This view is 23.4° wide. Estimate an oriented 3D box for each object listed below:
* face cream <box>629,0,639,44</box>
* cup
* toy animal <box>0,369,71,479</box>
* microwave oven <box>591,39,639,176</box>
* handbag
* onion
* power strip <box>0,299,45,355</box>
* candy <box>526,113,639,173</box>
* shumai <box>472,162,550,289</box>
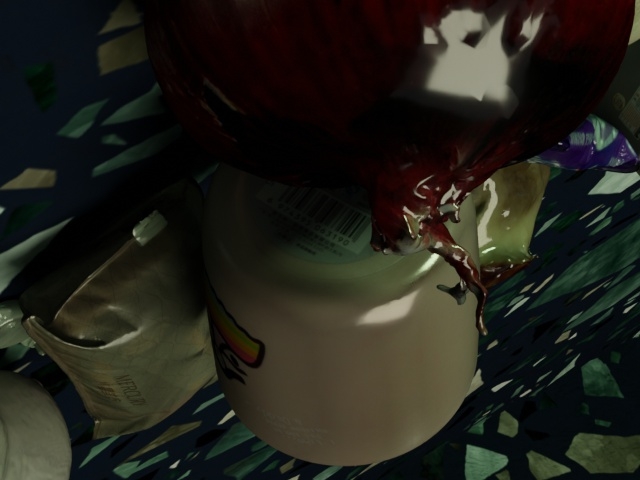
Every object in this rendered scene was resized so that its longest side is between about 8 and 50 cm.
[{"bbox_3d":[0.133,-0.162,1.145,0.348,0.081,0.173,-23,160,-36],"label":"face cream"},{"bbox_3d":[0.000,0.000,1.052,0.191,0.253,0.200,-24,150,-12],"label":"cup"},{"bbox_3d":[-0.279,0.163,1.138,0.138,0.140,0.282,-62,168,2],"label":"toy animal"},{"bbox_3d":[0.355,-0.187,1.404,0.194,0.145,0.240,-24,160,-26],"label":"microwave oven"},{"bbox_3d":[-0.132,0.055,1.185,0.182,0.117,0.270,-44,160,-14],"label":"handbag"},{"bbox_3d":[0.042,-0.091,0.848,0.273,0.285,0.273,-6,171,-1],"label":"onion"},{"bbox_3d":[-0.229,0.070,1.168,0.055,0.035,0.083,-39,161,12],"label":"power strip"},{"bbox_3d":[0.185,-0.098,1.347,0.275,0.145,0.070,6,104,-64],"label":"candy"},{"bbox_3d":[0.163,-0.019,1.540,0.201,0.120,0.201,-29,162,-10],"label":"shumai"}]
